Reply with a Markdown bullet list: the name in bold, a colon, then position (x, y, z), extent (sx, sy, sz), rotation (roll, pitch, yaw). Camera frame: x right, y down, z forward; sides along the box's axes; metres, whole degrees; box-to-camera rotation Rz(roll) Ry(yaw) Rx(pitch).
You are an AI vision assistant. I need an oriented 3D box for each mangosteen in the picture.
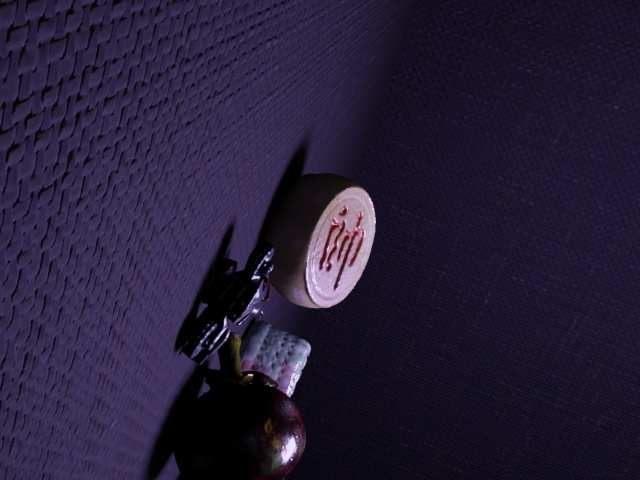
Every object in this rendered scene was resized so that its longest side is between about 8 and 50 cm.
- **mangosteen**: position (-0.154, 0.310, 1.435), extent (0.231, 0.231, 0.289), rotation (61, 9, -83)

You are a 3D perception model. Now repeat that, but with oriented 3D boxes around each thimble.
- **thimble**: position (-0.123, 0.299, 1.841), extent (0.185, 0.149, 0.211), rotation (109, 6, -47)

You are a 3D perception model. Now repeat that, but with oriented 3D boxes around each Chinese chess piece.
- **Chinese chess piece**: position (0.000, 0.000, 1.617), extent (0.270, 0.112, 0.270), rotation (-34, 133, -47)

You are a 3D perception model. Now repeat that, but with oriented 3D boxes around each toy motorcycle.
- **toy motorcycle**: position (-0.139, 0.097, 1.248), extent (0.213, 0.082, 0.122), rotation (-53, 165, -22)
